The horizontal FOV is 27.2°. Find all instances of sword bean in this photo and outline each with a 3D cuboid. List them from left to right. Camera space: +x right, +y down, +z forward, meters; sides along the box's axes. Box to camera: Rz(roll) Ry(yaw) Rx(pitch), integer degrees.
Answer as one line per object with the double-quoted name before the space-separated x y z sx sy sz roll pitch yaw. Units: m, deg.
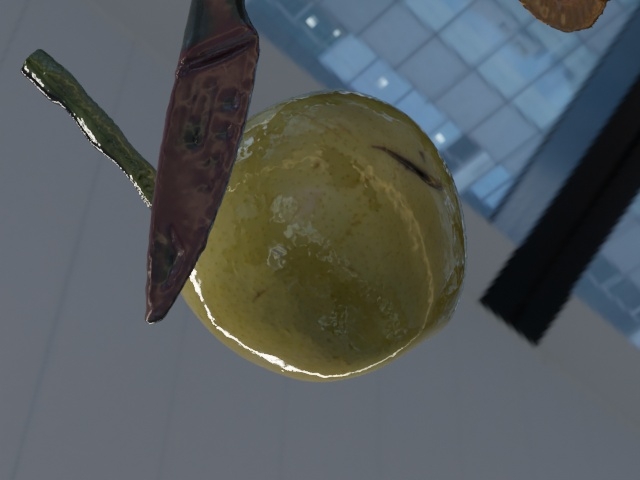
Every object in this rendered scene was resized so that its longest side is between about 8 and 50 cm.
"sword bean" -0.242 -0.116 1.475 0.038 0.043 0.269 -36 -105 -29

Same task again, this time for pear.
"pear" 0.000 0.000 1.349 0.309 0.309 0.309 36 -149 -27

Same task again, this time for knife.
"knife" -0.040 -0.084 0.543 0.018 0.035 0.247 61 -144 -69

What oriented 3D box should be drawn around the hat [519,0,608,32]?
"hat" 0.098 -0.282 1.050 0.233 0.233 0.244 -39 -62 -37
